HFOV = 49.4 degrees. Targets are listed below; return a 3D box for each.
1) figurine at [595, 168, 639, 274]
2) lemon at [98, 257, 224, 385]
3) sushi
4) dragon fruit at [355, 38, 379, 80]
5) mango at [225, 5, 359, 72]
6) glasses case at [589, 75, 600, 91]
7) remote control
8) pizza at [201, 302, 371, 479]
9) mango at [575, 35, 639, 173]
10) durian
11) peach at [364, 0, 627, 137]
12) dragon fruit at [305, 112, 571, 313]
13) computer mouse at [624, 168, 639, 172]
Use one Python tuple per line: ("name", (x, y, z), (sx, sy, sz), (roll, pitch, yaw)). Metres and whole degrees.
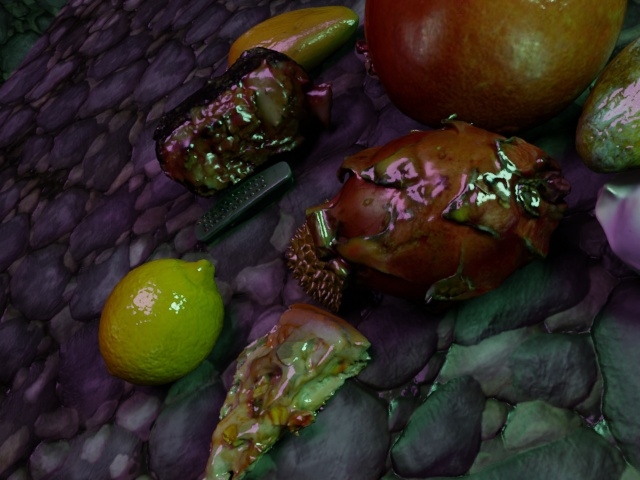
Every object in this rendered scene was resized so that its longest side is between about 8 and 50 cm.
("figurine", (0.426, 0.002, 0.732), (0.276, 0.133, 0.200), (29, 93, 48))
("lemon", (-0.250, 0.129, 1.102), (0.244, 0.187, 0.187), (-47, 42, 1))
("sushi", (-0.137, -0.213, 1.294), (0.343, 0.196, 0.182), (-37, 41, -2))
("dragon fruit", (0.161, -0.366, 1.243), (0.211, 0.134, 0.262), (-33, 42, 16))
("mango", (-0.065, -0.409, 1.463), (0.316, 0.119, 0.177), (-21, 37, 15))
("glasses case", (0.458, -0.234, 0.945), (0.184, 0.078, 0.039), (-37, 41, 6))
("remote control", (-0.143, -0.069, 1.293), (0.222, 0.042, 0.072), (-33, 40, 11))
("pizza", (-0.072, 0.214, 0.981), (0.297, 0.071, 0.189), (-48, 42, -5))
("mango", (0.425, -0.163, 0.745), (0.316, 0.146, 0.193), (-23, 56, 13))
("durian", (0.000, 0.000, 1.052), (0.102, 0.147, 0.208), (7, 39, -8))
("peach", (0.236, -0.328, 0.972), (0.372, 0.289, 0.373), (10, 104, 47))
("dragon fruit", (0.148, -0.028, 0.903), (0.315, 0.250, 0.250), (-32, 42, 1))
("computer mouse", (0.521, -0.194, 0.848), (0.379, 0.090, 0.167), (-30, 63, 13))
